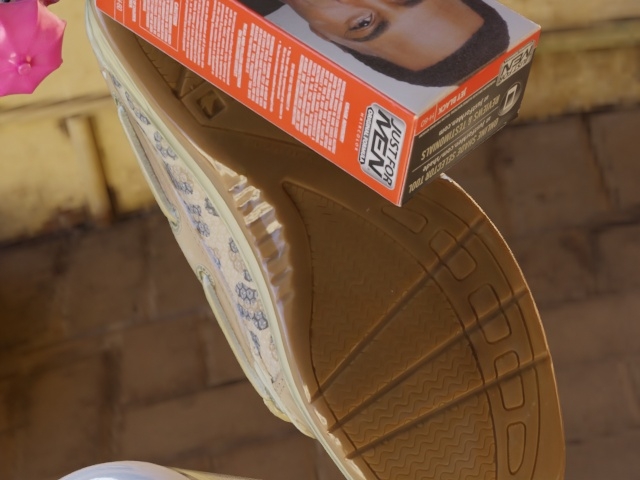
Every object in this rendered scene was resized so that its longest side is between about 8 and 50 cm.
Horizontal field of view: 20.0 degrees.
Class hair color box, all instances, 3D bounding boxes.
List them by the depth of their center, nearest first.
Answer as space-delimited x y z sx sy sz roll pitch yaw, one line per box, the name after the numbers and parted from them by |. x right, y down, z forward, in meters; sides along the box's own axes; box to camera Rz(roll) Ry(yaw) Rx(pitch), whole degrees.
-0.003 -0.077 0.624 0.141 0.043 0.072 34 49 22 | hair color box

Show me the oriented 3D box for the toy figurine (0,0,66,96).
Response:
-0.252 -0.165 1.311 0.159 0.130 0.173 18 51 16 | toy figurine

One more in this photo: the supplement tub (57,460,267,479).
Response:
-0.081 0.298 1.404 0.235 0.325 0.235 -6 76 27 | supplement tub

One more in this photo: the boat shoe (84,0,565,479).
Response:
0.000 0.000 0.727 0.105 0.285 0.089 -29 0 -19 | boat shoe
